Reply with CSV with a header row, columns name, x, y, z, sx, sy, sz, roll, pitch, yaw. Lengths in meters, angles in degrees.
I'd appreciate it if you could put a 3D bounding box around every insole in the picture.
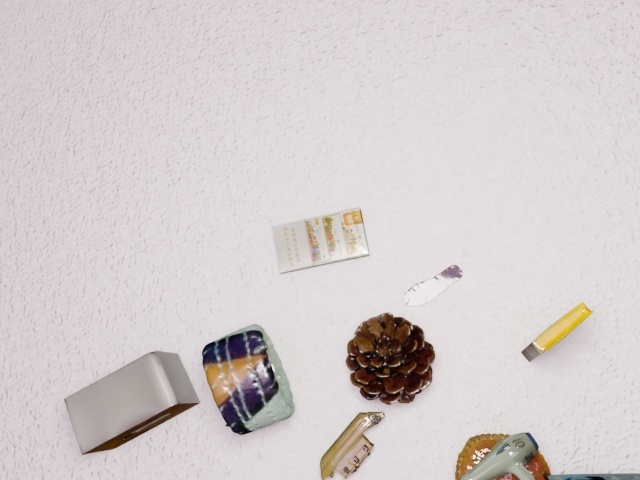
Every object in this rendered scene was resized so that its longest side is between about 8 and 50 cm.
name,x,y,z,sx,sy,sz,roll,pitch,yaw
insole,0.262,0.106,1.497,0.153,0.002,0.053,-35,75,2

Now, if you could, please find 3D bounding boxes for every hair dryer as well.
name,x,y,z,sx,sy,sz,roll,pitch,yaw
hair dryer,0.362,0.476,1.231,0.167,0.067,0.199,-27,35,13

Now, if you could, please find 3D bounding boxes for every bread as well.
name,x,y,z,sx,sy,sz,roll,pitch,yaw
bread,0.381,0.499,1.343,0.199,0.104,0.199,-2,78,9

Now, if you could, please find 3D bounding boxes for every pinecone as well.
name,x,y,z,sx,sy,sz,roll,pitch,yaw
pinecone,0.145,0.250,1.393,0.208,0.208,0.207,-2,78,10

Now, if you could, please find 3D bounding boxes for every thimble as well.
name,x,y,z,sx,sy,sz,roll,pitch,yaw
thimble,-0.159,0.302,1.427,0.150,0.237,0.237,-22,76,0

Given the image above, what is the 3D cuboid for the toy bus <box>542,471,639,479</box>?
name,x,y,z,sx,sy,sz,roll,pitch,yaw
toy bus,0.604,0.556,1.220,0.344,0.183,0.199,2,92,-5

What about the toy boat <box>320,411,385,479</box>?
name,x,y,z,sx,sy,sz,roll,pitch,yaw
toy boat,0.075,0.459,1.431,0.077,0.057,0.200,40,87,10

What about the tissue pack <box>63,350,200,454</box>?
name,x,y,z,sx,sy,sz,roll,pitch,yaw
tissue pack,-0.434,0.372,1.487,0.246,0.159,0.136,-29,73,4

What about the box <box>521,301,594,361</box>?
name,x,y,z,sx,sy,sz,roll,pitch,yaw
box,0.481,0.189,1.317,0.129,0.247,0.033,-39,71,-1

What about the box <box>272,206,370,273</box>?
name,x,y,z,sx,sy,sz,roll,pitch,yaw
box,0.000,0.000,1.551,0.221,0.032,0.122,-12,76,8
